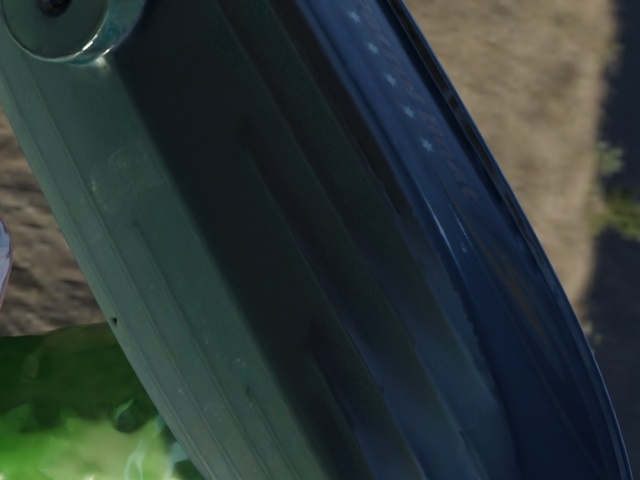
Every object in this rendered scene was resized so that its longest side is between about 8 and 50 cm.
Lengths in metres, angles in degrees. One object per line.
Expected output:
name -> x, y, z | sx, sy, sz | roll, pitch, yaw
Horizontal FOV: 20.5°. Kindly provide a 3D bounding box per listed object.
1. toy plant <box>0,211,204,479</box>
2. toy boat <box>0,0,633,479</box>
toy plant -> -0.173, 0.052, 0.698 | 0.317, 0.356, 0.210 | -54, 164, 8
toy boat -> 0.000, 0.000, 0.405 | 0.103, 0.093, 0.246 | -5, 63, -58
